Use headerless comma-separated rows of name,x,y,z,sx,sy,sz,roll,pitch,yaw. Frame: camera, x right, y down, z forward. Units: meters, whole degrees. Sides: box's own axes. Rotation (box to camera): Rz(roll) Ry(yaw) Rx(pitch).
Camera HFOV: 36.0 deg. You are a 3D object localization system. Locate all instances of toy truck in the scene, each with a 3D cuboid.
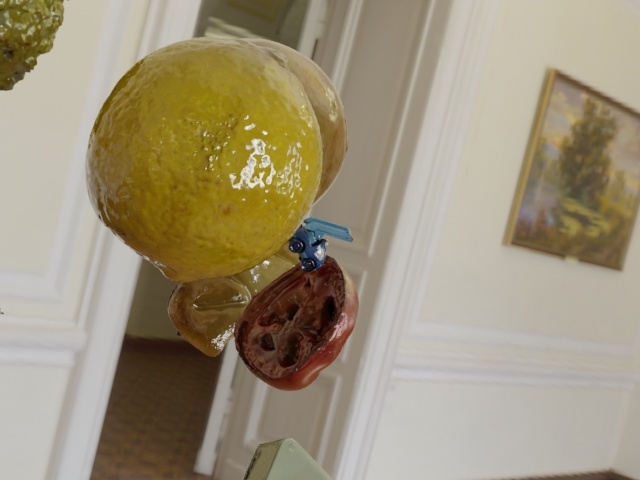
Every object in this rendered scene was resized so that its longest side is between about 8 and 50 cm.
toy truck,0.000,0.000,1.465,0.090,0.073,0.056,-27,19,6

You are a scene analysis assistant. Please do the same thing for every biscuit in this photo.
biscuit,-0.132,0.073,1.725,0.299,0.154,0.045,-35,5,-25

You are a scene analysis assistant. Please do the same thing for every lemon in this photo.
lemon,-0.132,-0.092,1.137,0.293,0.292,0.293,14,2,-1

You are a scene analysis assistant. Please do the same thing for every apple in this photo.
apple,-0.113,-0.182,1.747,0.339,0.338,0.305,13,35,-10

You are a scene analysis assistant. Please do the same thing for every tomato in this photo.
tomato,-0.025,0.142,1.552,0.101,0.228,0.228,44,-15,-32

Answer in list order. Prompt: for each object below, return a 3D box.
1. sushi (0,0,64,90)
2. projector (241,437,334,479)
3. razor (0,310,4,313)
sushi,-0.569,-0.409,1.480,0.352,0.396,0.240,-24,-21,9
projector,-0.016,0.408,1.165,0.079,0.257,0.259,-19,-58,37
razor,-0.446,0.101,1.278,0.037,0.068,0.191,-11,-6,-28
